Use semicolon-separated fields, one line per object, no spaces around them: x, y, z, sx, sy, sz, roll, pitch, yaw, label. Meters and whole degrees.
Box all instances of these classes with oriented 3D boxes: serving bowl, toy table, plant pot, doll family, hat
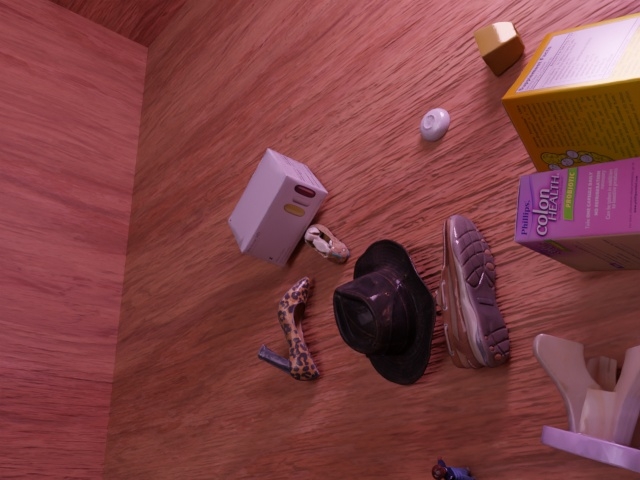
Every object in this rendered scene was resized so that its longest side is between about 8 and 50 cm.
0.270;-0.281;1.473;0.083;0.027;0.083;-23;58;43;serving bowl
0.432;0.244;0.895;0.274;0.252;0.160;110;175;-78;toy table
0.396;-0.429;1.341;0.083;0.081;0.081;-27;54;28;plant pot
0.267;0.469;1.097;0.193;0.111;0.076;33;101;52;doll family
0.108;0.161;1.349;0.331;0.134;0.331;12;104;63;hat

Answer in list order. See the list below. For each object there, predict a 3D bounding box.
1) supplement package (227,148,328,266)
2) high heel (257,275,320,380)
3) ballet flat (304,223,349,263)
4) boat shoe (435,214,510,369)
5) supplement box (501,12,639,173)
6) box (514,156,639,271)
-0.131;-0.096;1.778;0.262;0.145;0.204;-59;32;17;supplement package
-0.035;0.234;1.621;0.186;0.093;0.261;19;77;30;high heel
0.000;0.000;1.657;0.206;0.067;0.073;31;102;52;ballet flat
0.280;0.101;1.230;0.116;0.123;0.324;-31;51;43;boat shoe
0.511;-0.229;0.967;0.356;0.195;0.194;6;51;52;supplement box
0.474;-0.034;0.965;0.243;0.214;0.117;-7;70;50;box
